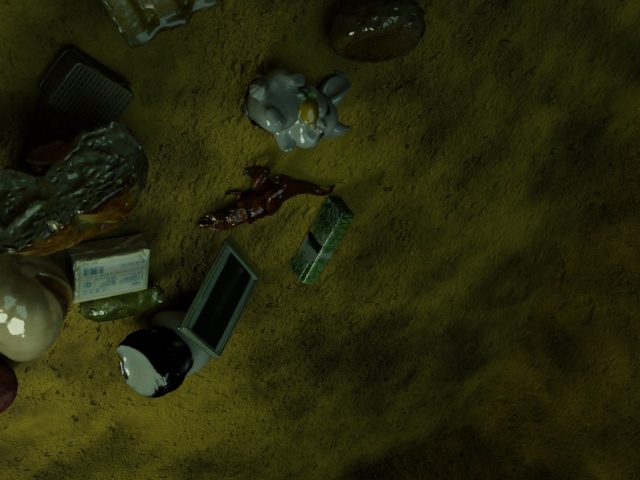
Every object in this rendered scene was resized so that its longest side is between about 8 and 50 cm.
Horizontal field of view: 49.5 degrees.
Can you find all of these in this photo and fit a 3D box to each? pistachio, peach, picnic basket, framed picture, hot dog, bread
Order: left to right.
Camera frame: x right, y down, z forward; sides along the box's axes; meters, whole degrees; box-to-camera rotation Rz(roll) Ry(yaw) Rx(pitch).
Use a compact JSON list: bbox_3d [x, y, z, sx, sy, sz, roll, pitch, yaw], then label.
[{"bbox_3d":[-0.861,0.387,1.804,0.152,0.152,0.152,-21,139,-20],"label":"peach"},{"bbox_3d":[-0.706,0.140,1.622,0.230,0.230,0.308,-16,140,-25],"label":"pistachio"},{"bbox_3d":[-0.519,-0.103,1.456,0.367,0.196,0.365,-30,178,-5],"label":"hot dog"},{"bbox_3d":[-0.480,-0.312,1.436,0.115,0.079,0.164,-48,141,12],"label":"picnic basket"},{"bbox_3d":[-0.282,0.175,2.000,0.293,0.018,0.231,-66,148,-22],"label":"framed picture"},{"bbox_3d":[0.135,-0.511,1.642,0.230,0.123,0.230,-8,168,-2],"label":"bread"}]

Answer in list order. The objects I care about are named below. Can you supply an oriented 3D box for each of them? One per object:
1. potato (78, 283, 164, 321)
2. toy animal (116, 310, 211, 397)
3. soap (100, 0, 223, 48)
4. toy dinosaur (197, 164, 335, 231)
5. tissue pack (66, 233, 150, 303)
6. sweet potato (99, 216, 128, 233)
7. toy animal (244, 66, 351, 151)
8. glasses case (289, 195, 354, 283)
[{"bbox_3d":[-0.530,0.163,1.859,0.226,0.090,0.117,-10,172,-24],"label":"potato"},{"bbox_3d":[-0.441,0.315,2.002,0.267,0.213,0.212,-39,156,-55],"label":"toy animal"},{"bbox_3d":[-0.309,-0.564,1.258,0.293,0.156,0.335,-35,142,-8],"label":"soap"},{"bbox_3d":[-0.125,-0.128,1.888,0.432,0.097,0.208,-17,151,-19],"label":"toy dinosaur"},{"bbox_3d":[-0.539,0.070,1.766,0.196,0.092,0.148,-9,133,-30],"label":"tissue pack"},{"bbox_3d":[-0.566,-0.037,1.668,0.202,0.055,0.058,-8,112,-31],"label":"sweet potato"},{"bbox_3d":[-0.048,-0.327,1.710,0.325,0.154,0.208,-24,123,-49],"label":"toy animal"},{"bbox_3d":[0.000,0.000,2.113,0.062,0.095,0.272,8,123,-37],"label":"glasses case"}]
